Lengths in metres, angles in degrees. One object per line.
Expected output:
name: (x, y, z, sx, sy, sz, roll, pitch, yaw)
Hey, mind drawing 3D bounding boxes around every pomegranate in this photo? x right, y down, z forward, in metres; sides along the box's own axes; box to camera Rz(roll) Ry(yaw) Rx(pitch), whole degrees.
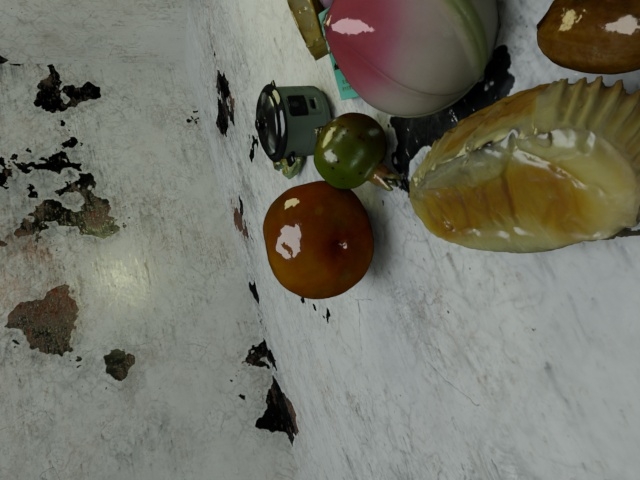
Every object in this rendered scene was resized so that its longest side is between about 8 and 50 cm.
pomegranate: (0.092, -0.214, 1.048, 0.246, 0.198, 0.198, 48, 143, 35)

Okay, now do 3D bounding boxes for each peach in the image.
peach: (0.000, 0.000, 1.176, 0.301, 0.342, 0.343, 1, 102, 62)

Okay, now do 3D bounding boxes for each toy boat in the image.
toy boat: (-0.031, -0.667, 1.199, 0.089, 0.115, 0.311, -24, 78, 21)

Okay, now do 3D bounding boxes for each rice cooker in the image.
rice cooker: (-0.101, -0.381, 1.332, 0.241, 0.226, 0.281, -22, 80, 65)

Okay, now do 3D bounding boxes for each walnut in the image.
walnut: (0.366, -0.280, 0.536, 0.207, 0.115, 0.116, -130, 36, -58)

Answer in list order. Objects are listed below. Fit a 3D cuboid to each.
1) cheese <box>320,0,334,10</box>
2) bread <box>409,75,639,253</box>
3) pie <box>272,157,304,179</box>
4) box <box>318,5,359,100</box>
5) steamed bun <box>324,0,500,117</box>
cheese: (0.027, -0.729, 1.084, 0.189, 0.074, 0.286, -30, 74, 64)
bread: (0.314, -0.110, 0.657, 0.388, 0.183, 0.236, 3, 123, 59)
pie: (-0.138, -0.394, 1.601, 0.302, 0.066, 0.303, 168, 90, -67)
box: (0.076, -0.491, 1.070, 0.162, 0.041, 0.230, 22, 134, 60)
steamed bun: (0.140, -0.377, 0.752, 0.309, 0.309, 0.310, 38, 134, 54)
